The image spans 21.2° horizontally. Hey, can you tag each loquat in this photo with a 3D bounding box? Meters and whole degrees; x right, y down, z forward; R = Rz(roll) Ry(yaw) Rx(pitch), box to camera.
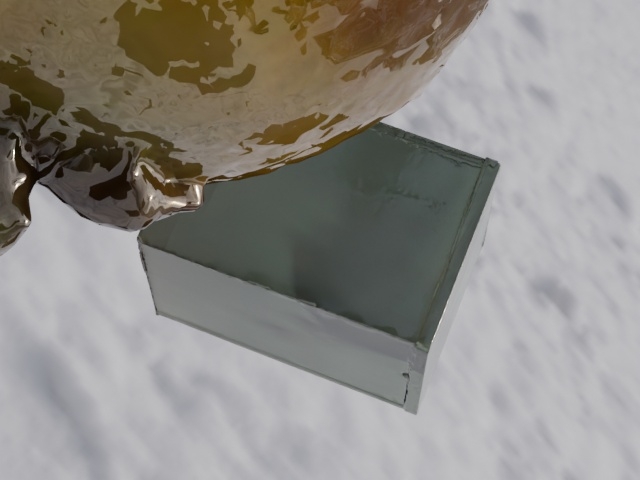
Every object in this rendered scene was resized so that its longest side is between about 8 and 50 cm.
[{"bbox_3d":[-0.082,-0.149,0.700,0.328,0.359,0.328,21,-18,7],"label":"loquat"}]

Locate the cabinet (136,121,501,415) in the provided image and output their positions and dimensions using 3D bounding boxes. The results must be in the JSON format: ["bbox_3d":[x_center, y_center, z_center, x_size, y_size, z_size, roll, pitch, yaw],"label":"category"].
[{"bbox_3d":[0.000,0.000,1.192,0.206,0.150,0.145,20,-21,8],"label":"cabinet"}]
